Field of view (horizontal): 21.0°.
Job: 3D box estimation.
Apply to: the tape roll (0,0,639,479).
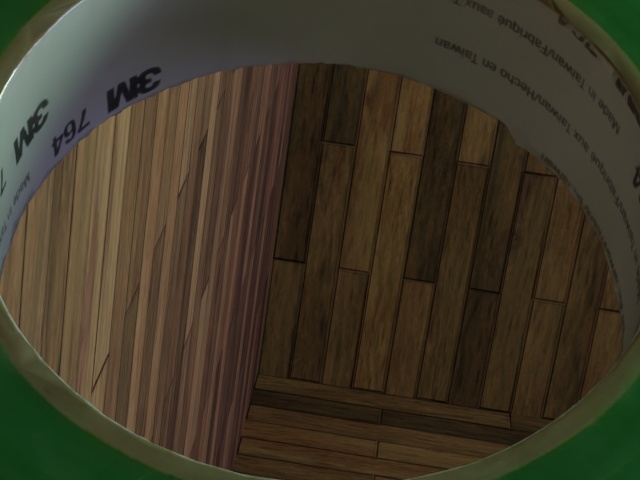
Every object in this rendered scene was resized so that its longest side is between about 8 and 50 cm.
[{"bbox_3d":[0.000,0.000,0.586,0.077,0.321,0.321,97,3,-54],"label":"tape roll"}]
